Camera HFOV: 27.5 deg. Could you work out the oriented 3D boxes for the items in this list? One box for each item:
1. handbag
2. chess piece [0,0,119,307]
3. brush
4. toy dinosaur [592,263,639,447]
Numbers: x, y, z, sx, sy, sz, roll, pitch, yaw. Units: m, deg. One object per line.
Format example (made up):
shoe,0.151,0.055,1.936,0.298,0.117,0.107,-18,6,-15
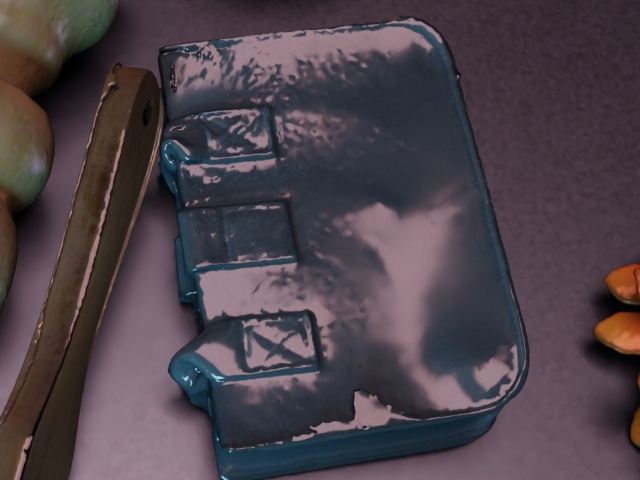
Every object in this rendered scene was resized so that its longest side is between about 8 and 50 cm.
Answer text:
handbag,0.000,0.000,0.680,0.179,0.062,0.229,-8,66,-11
chess piece,-0.186,-0.071,0.645,0.142,0.143,0.261,13,69,-4
brush,-0.140,0.066,0.597,0.065,0.070,0.327,10,71,12
toy dinosaur,0.205,0.054,0.690,0.117,0.070,0.288,2,59,-10
